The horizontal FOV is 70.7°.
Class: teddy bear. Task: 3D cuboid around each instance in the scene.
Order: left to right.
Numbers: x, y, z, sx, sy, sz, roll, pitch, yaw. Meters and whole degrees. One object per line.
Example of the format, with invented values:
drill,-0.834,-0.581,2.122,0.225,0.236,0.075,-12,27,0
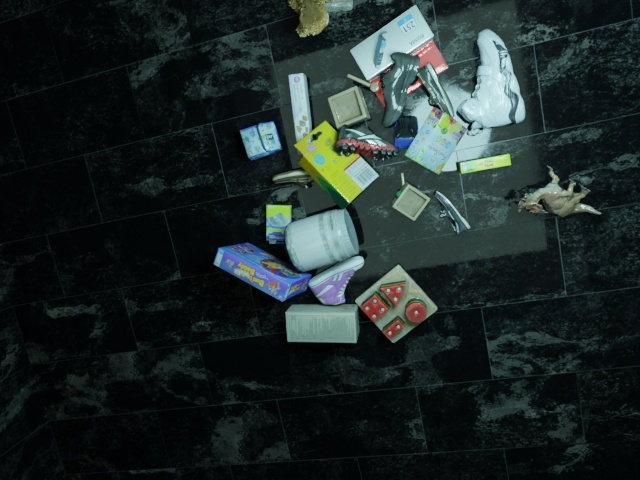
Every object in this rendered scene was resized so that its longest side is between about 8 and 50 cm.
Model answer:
teddy bear,-0.024,-0.957,1.745,0.245,0.113,0.337,-26,76,24

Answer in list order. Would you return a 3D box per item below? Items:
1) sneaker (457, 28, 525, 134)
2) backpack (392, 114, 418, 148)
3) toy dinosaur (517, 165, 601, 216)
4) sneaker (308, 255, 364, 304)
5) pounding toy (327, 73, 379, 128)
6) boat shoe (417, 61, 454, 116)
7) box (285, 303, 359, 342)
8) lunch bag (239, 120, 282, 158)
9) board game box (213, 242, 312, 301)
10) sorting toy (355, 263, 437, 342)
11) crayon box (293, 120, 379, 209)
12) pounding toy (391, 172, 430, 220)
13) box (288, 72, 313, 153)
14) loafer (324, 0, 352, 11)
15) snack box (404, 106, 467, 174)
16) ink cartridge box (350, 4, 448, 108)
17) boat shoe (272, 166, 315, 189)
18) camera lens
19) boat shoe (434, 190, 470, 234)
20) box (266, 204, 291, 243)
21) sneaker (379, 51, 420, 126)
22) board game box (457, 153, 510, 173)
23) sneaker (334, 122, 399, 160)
sneaker,0.608,-0.583,1.692,0.210,0.137,0.365,-22,99,12
backpack,0.339,-0.432,1.798,0.098,0.101,0.120,3,69,8
toy dinosaur,0.903,-0.147,1.732,0.296,0.127,0.200,27,112,-7
sneaker,0.098,0.183,1.968,0.282,0.102,0.161,-30,97,26
pounding toy,0.145,-0.569,1.805,0.206,0.094,0.180,-17,93,20
boat shoe,0.449,-0.573,1.758,0.069,0.081,0.227,-24,100,28
box,0.010,0.366,2.002,0.312,0.121,0.147,0,101,11
lunch bag,-0.251,-0.425,1.922,0.151,0.096,0.128,-17,95,-1
board game box,-0.241,0.123,1.914,0.347,0.233,0.078,26,104,18
sorting toy,0.323,0.284,1.941,0.255,0.089,0.257,-42,90,15
crayon box,0.057,-0.308,1.830,0.318,0.081,0.202,47,64,0
pounding toy,0.359,-0.181,1.852,0.141,0.100,0.130,32,106,-7
box,-0.077,-0.522,1.879,0.063,0.067,0.323,-4,101,12
loafer,0.067,-0.934,1.785,0.125,0.045,0.039,5,82,13
snack box,0.449,-0.381,1.747,0.070,0.175,0.207,47,113,43
ink cartridge box,0.309,-0.711,1.766,0.296,0.066,0.261,-31,93,15
boat shoe,-0.076,-0.261,1.916,0.258,0.095,0.095,-10,104,13
camera lens,0.000,0.000,1.883,0.275,0.219,0.219,-16,97,14
boat shoe,0.522,-0.110,1.834,0.065,0.075,0.206,-40,96,12
box,-0.184,-0.069,1.999,0.109,0.042,0.178,3,100,11
sneaker,0.281,-0.588,1.754,0.130,0.109,0.286,16,110,-5
board game box,0.637,-0.300,1.764,0.182,0.092,0.043,-8,98,13
sneaker,0.189,-0.399,1.807,0.276,0.098,0.135,6,74,-17
